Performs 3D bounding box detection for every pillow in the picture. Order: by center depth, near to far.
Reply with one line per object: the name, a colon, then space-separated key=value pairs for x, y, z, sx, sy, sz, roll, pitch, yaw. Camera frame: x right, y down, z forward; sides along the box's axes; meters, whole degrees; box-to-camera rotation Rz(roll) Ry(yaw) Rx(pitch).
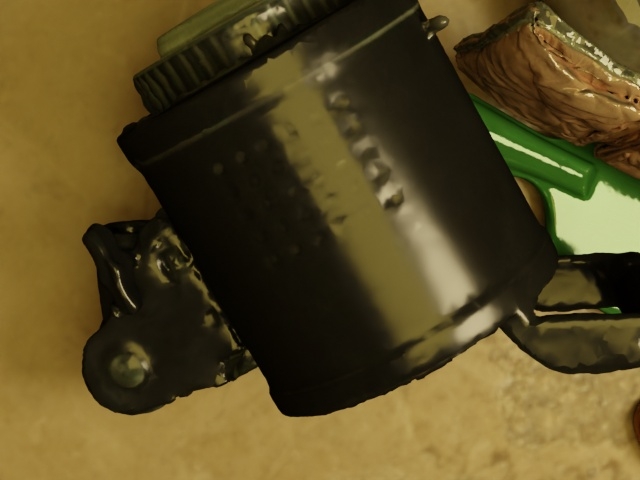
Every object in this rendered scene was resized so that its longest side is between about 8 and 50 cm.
pillow: x=0.199 y=-0.075 z=0.995 sx=0.232 sy=0.126 sz=0.043 roll=27 pitch=81 yaw=-14

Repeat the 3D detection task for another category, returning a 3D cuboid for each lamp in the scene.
lamp: x=0.017 y=-0.040 z=0.950 sx=0.374 sy=0.205 sz=0.272 roll=-10 pitch=102 yaw=6

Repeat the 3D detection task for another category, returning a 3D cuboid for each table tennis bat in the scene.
table tennis bat: x=0.197 y=-0.037 z=1.082 sx=0.257 sy=0.039 sz=0.160 roll=23 pitch=89 yaw=-17

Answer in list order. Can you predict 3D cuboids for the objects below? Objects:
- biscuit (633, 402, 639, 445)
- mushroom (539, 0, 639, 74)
biscuit: x=0.350 y=0.098 z=1.132 sx=0.250 sy=0.036 sz=0.165 roll=-46 pitch=105 yaw=-2
mushroom: x=0.258 y=-0.200 z=0.971 sx=0.244 sy=0.243 sz=0.243 roll=-2 pitch=99 yaw=-11
